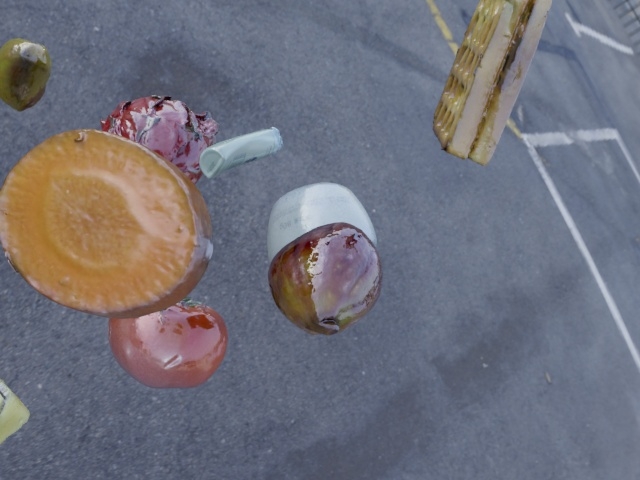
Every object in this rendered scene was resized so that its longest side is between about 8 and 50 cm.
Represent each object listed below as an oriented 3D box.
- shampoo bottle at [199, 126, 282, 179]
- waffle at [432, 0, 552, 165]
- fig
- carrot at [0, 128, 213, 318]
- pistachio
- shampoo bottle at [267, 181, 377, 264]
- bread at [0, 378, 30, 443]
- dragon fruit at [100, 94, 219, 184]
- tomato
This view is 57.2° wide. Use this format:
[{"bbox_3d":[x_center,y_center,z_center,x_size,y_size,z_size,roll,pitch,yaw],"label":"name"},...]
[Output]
[{"bbox_3d":[-0.139,-0.163,1.064,0.049,0.072,0.212,44,32,6],"label":"shampoo bottle"},{"bbox_3d":[0.318,-0.329,1.117,0.098,0.328,0.224,15,25,-7],"label":"waffle"},{"bbox_3d":[0.012,0.076,1.135,0.224,0.223,0.263,62,11,3],"label":"fig"},{"bbox_3d":[-0.295,-0.017,0.812,0.100,0.307,0.259,-3,105,-73],"label":"carrot"},{"bbox_3d":[-0.668,-0.379,1.310,0.110,0.189,0.100,28,44,-14],"label":"pistachio"},{"bbox_3d":[0.000,0.000,1.728,0.322,0.322,0.318,3,65,-46],"label":"shampoo bottle"},{"bbox_3d":[-0.749,0.323,1.260,0.266,0.178,0.141,32,18,21],"label":"bread"},{"bbox_3d":[-0.363,-0.209,1.320,0.298,0.244,0.244,-32,92,-20],"label":"dragon fruit"},{"bbox_3d":[-0.440,0.294,1.680,0.341,0.341,0.273,14,87,-42],"label":"tomato"}]
